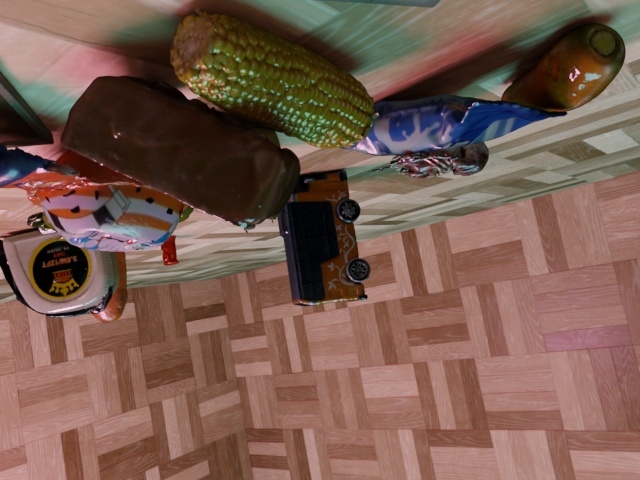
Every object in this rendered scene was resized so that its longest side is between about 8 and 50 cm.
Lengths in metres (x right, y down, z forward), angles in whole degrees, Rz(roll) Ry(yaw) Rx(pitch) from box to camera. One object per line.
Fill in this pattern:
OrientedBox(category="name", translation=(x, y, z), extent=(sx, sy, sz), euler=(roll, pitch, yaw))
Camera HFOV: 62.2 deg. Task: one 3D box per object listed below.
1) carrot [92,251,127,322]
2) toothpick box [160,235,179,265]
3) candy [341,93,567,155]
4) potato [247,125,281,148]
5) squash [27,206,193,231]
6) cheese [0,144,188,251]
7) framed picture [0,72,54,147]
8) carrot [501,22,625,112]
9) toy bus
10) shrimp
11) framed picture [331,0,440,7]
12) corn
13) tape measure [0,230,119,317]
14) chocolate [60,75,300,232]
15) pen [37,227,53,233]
OrientedBox(category="carrot", translation=(-0.565, 0.101, 1.359), extent=(0.159, 0.225, 0.159), euler=(-15, 177, -1))
OrientedBox(category="toothpick box", translation=(-0.437, 0.031, 1.538), extent=(0.047, 0.083, 0.047), euler=(-10, 173, -1))
OrientedBox(category="candy", translation=(0.142, -0.158, 0.737), extent=(0.187, 0.077, 0.331), euler=(-9, -170, -36))
OrientedBox(category="potato", translation=(-0.121, -0.107, 0.766), extent=(0.138, 0.098, 0.243), euler=(-7, 180, 0))
OrientedBox(category="squash", translation=(-0.360, -0.054, 0.967), extent=(0.318, 0.080, 0.071), euler=(-9, 136, -22))
OrientedBox(category="cheese", translation=(-0.301, -0.061, 0.685), extent=(0.217, 0.129, 0.329), euler=(-6, 170, 17))
OrientedBox(category="framed picture", translation=(-0.383, -0.127, 0.502), extent=(0.184, 0.016, 0.250), euler=(-9, 173, -12))
OrientedBox(category="carrot", translation=(0.306, -0.201, 0.685), extent=(0.087, 0.087, 0.193), euler=(-10, 172, -8))
OrientedBox(category="toy bus", translation=(0.000, 0.000, 1.135), extent=(0.167, 0.275, 0.138), euler=(-6, 173, -11))
OrientedBox(category="shrimp", translation=(0.204, -0.152, 1.024), extent=(0.232, 0.079, 0.090), euler=(-7, 170, 19))
OrientedBox(category="framed picture", translation=(0.006, -0.219, 0.316), extent=(0.296, 0.019, 0.232), euler=(-7, 173, -24))
OrientedBox(category="corn", translation=(-0.034, -0.152, 0.533), extent=(0.091, 0.091, 0.260), euler=(-33, 159, 27))
OrientedBox(category="tape measure", translation=(-0.566, 0.071, 1.153), extent=(0.235, 0.207, 0.115), euler=(-13, 177, -1))
OrientedBox(category="chocolate", translation=(-0.129, -0.093, 0.527), extent=(0.214, 0.093, 0.148), euler=(27, -174, 1))
OrientedBox(category="pen", translation=(-0.427, -0.050, 1.055), extent=(0.269, 0.033, 0.033), euler=(-10, 174, -1))
